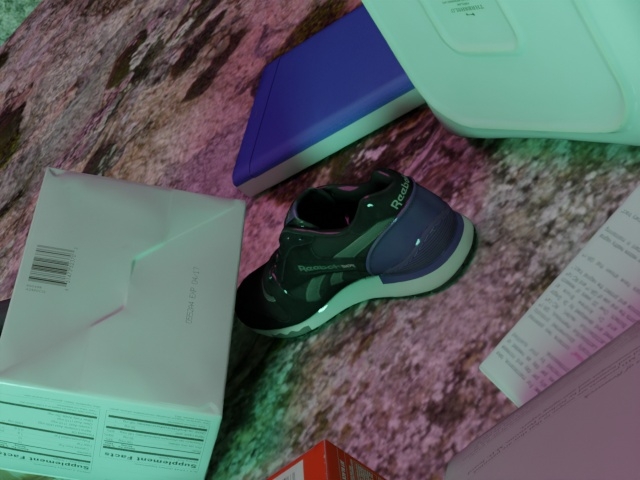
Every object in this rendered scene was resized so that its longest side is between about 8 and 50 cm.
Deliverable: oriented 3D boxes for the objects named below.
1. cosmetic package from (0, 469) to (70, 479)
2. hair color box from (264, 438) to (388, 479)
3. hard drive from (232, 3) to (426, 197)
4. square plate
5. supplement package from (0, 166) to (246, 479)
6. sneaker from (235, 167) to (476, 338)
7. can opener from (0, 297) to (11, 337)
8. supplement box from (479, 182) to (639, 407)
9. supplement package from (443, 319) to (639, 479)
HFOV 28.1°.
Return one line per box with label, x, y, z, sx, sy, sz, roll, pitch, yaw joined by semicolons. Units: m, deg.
cosmetic package;-0.319;0.218;1.378;0.296;0.129;0.153;-29;36;35
hair color box;0.028;0.209;0.857;0.093;0.167;0.053;-37;32;23
hard drive;0.040;-0.191;1.439;0.319;0.040;0.210;-26;37;37
square plate;0.123;-0.204;1.023;0.049;0.344;0.347;-45;26;-19
supplement package;-0.191;0.085;1.219;0.145;0.204;0.262;107;170;-46
sneaker;0.000;0.000;1.186;0.283;0.124;0.107;-22;39;41
can opener;-0.379;0.121;1.631;0.283;0.076;0.095;-14;44;49
supplement box;0.228;0.051;0.820;0.220;0.111;0.114;-49;28;2
supplement package;0.159;0.177;0.588;0.175;0.177;0.293;-39;3;18
